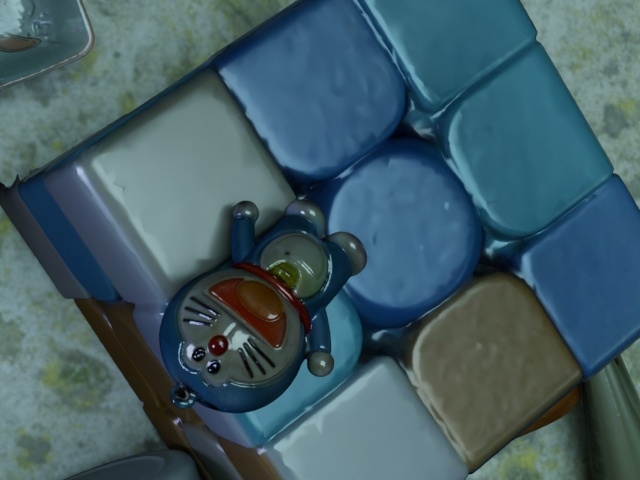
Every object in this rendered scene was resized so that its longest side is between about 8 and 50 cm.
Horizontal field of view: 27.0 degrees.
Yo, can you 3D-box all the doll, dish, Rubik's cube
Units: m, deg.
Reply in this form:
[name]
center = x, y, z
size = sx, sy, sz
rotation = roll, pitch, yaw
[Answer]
[doll]
center = -0.039, 0.044, 0.802
size = 0.114, 0.085, 0.152
rotation = 40, 65, 8
[dish]
center = -0.297, -0.234, 1.088
size = 0.154, 0.064, 0.234
rotation = -23, 97, -20
[Rubik's cube]
center = 0.000, 0.000, 1.045
size = 0.346, 0.347, 0.344
rotation = -36, 102, -17

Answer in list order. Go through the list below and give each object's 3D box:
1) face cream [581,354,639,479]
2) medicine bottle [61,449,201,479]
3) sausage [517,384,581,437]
[face cream]
center = 0.290, 0.198, 1.278
size = 0.084, 0.137, 0.341
rotation = -15, 98, 15
[medicine bottle]
center = -0.166, 0.312, 1.028
size = 0.237, 0.238, 0.232
rotation = -25, 96, -20
[sausage]
center = 0.152, 0.157, 1.242
size = 0.197, 0.076, 0.076
rotation = -19, 95, -19
